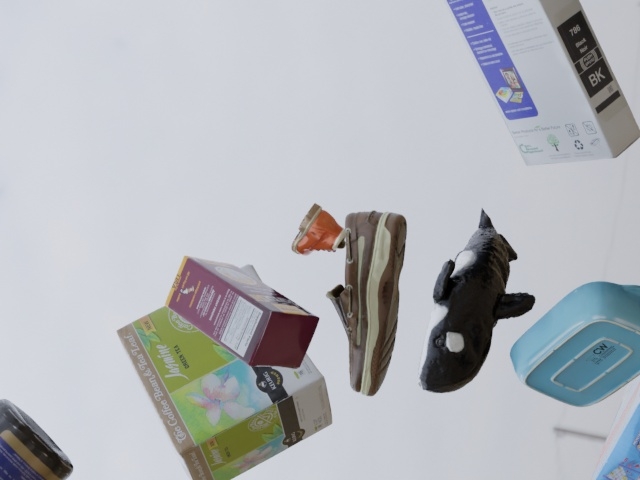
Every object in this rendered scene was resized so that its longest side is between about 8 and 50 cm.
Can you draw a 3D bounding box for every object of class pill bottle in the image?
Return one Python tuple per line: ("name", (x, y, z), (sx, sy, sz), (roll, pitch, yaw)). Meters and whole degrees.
("pill bottle", (-0.398, 0.295, 1.139), (0.219, 0.123, 0.123), (-45, -35, -14))

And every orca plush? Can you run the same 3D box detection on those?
("orca plush", (0.205, 0.077, 1.194), (0.287, 0.102, 0.151), (-45, -42, -57))

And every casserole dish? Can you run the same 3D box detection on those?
("casserole dish", (0.263, 0.108, 0.981), (0.188, 0.114, 0.037), (126, 163, -47))

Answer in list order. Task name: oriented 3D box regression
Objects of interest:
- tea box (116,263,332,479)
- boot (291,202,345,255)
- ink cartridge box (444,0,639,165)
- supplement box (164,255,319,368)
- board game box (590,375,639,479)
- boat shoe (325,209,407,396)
("tea box", (-0.198, 0.285, 2.102), (0.323, 0.329, 0.220), (-28, -34, -13))
("boot", (0.000, 0.000, 1.763), (0.059, 0.084, 0.158), (-57, -2, -23))
("ink cartridge box", (0.248, -0.248, 1.224), (0.065, 0.165, 0.333), (-38, -72, -22))
("supplement box", (-0.108, 0.097, 1.378), (0.104, 0.188, 0.081), (13, -77, -51))
("board game box", (0.521, 0.218, 1.519), (0.302, 0.086, 0.308), (-52, -20, -42))
("boat shoe", (0.056, 0.083, 1.396), (0.095, 0.095, 0.258), (-14, -68, -71))
